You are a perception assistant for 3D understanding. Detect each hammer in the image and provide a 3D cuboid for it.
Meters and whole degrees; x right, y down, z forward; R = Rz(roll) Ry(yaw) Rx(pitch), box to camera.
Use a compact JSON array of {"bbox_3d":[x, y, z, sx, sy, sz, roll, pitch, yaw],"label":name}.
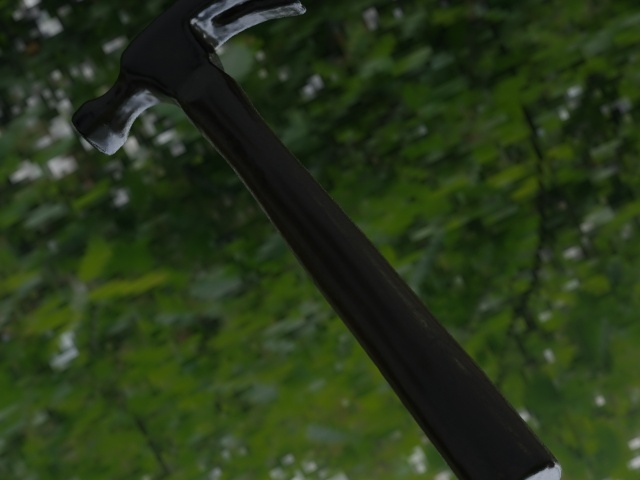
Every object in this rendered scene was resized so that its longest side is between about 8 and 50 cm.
[{"bbox_3d":[0.000,0.000,1.116,0.168,0.044,0.440,-44,-128,9],"label":"hammer"}]
